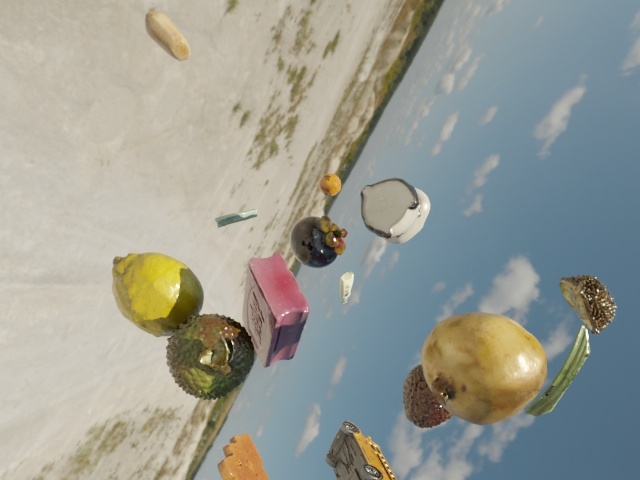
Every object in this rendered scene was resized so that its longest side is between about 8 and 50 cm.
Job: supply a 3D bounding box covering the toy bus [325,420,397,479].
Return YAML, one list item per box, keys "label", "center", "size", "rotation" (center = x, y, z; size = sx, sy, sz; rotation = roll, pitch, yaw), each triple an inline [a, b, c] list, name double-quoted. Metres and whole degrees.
- label: "toy bus"
  center: [0.076, 0.413, 0.750]
  size: [0.083, 0.088, 0.194]
  rotation: [-62, -166, 1]

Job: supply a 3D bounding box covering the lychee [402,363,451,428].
- label: "lychee"
  center: [0.439, 0.607, 1.660]
  size: [0.271, 0.236, 0.236]
  rotation: [-49, 178, -11]

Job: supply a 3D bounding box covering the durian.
- label: "durian"
  center: [0.669, 0.142, 1.035]
  size: [0.091, 0.188, 0.148]
  rotation: [-31, -138, 17]

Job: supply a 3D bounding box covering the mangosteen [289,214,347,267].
- label: "mangosteen"
  center: [0.000, 0.000, 2.079]
  size: [0.302, 0.275, 0.275]
  rotation: [-18, -154, 30]

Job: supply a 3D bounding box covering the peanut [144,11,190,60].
- label: "peanut"
  center: [-0.436, -0.582, 1.197]
  size: [0.076, 0.152, 0.076]
  rotation: [-36, -156, 19]

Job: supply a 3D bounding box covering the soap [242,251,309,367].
- label: "soap"
  center: [-0.159, 0.241, 1.398]
  size: [0.128, 0.233, 0.359]
  rotation: [-15, 146, -25]

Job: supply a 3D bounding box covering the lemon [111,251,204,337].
- label: "lemon"
  center: [-0.557, 0.181, 1.453]
  size: [0.285, 0.285, 0.316]
  rotation: [-63, 150, -55]

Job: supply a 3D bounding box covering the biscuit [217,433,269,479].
- label: "biscuit"
  center: [-0.246, 0.765, 1.398]
  size: [0.043, 0.284, 0.306]
  rotation: [-37, -162, 0]

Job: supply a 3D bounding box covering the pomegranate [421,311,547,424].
- label: "pomegranate"
  center: [0.406, 0.312, 1.050]
  size: [0.307, 0.307, 0.307]
  rotation: [-62, -179, 2]

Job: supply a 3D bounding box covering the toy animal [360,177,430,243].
- label: "toy animal"
  center: [0.236, -0.088, 1.284]
  size: [0.187, 0.165, 0.235]
  rotation: [-51, 149, 13]

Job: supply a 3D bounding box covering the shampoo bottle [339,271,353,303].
- label: "shampoo bottle"
  center: [0.088, 0.169, 1.456]
  size: [0.049, 0.034, 0.141]
  rotation: [-35, 145, -32]

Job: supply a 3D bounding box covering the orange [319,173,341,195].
- label: "orange"
  center: [0.036, -0.204, 1.537]
  size: [0.083, 0.083, 0.083]
  rotation: [-62, -179, 2]

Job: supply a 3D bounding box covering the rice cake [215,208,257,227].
- label: "rice cake"
  center: [-0.297, -0.081, 1.486]
  size: [0.170, 0.029, 0.033]
  rotation: [-20, 122, -40]

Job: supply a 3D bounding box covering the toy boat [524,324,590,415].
- label: "toy boat"
  center: [0.673, 0.372, 1.165]
  size: [0.093, 0.055, 0.293]
  rotation: [21, 100, -54]

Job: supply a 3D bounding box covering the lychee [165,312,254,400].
- label: "lychee"
  center: [-0.336, 0.350, 1.289]
  size: [0.270, 0.270, 0.320]
  rotation: [-61, -152, 7]
